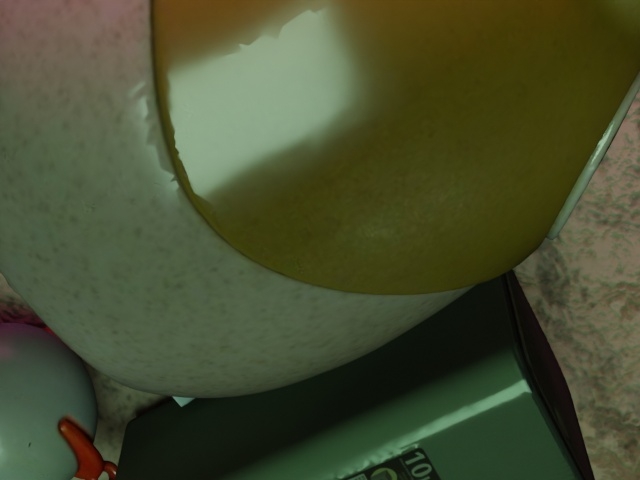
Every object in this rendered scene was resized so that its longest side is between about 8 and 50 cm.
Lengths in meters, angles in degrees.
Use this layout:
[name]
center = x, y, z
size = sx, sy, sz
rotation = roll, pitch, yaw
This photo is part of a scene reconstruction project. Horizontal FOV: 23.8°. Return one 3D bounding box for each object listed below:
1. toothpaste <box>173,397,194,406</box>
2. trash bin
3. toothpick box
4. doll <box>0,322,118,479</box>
[toothpaste]
center = 0.000, 0.000, 1.173
size = 0.337, 0.067, 0.081
rotation = -34, 111, 13
[trash bin]
center = 0.023, 0.170, 1.167
size = 0.343, 0.223, 0.158
rotation = -26, 112, 11
[toothpick box]
center = -0.007, -0.134, 0.930
size = 0.425, 0.409, 0.409
rotation = -34, 111, 7
[doll]
center = -0.284, 0.098, 1.164
size = 0.336, 0.199, 0.105
rotation = 38, 145, -21
